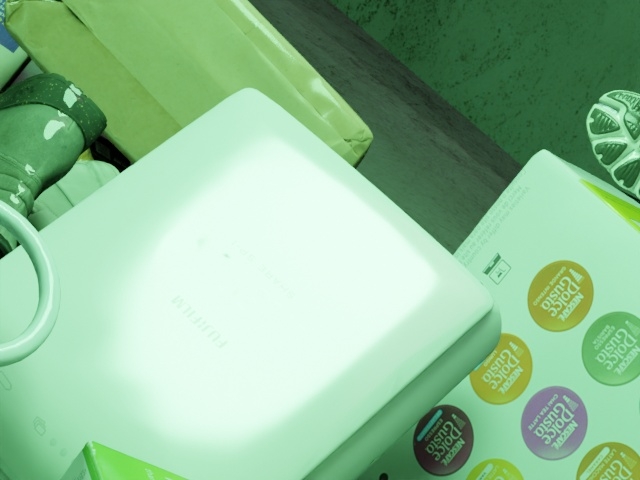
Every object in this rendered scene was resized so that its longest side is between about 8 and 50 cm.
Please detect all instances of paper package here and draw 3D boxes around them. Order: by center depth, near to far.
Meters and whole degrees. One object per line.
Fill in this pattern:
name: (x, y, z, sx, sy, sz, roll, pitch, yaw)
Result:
paper package: (-0.111, -0.131, 1.476, 0.309, 0.168, 0.325, 46, -1, -2)

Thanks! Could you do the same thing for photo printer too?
photo printer: (-0.073, 0.068, 1.030, 0.256, 0.107, 0.307, 42, 60, 16)

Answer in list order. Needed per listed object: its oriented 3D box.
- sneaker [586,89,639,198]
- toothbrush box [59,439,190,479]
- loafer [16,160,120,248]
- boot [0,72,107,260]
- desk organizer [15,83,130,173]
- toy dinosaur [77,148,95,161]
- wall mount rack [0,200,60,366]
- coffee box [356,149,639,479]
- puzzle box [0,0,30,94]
sneaker: (0.267, -0.046, 1.248, 0.170, 0.068, 0.071, 41, -4, -10)
toothbrush box: (-0.018, 0.251, 0.844, 0.283, 0.122, 0.206, 29, 16, -31)
loafer: (-0.163, 0.063, 1.174, 0.111, 0.112, 0.319, -12, 42, -19)
boot: (-0.268, -0.027, 1.151, 0.083, 0.246, 0.161, 46, 54, -24)
desk organizer: (-0.244, -0.086, 1.513, 0.130, 0.050, 0.047, 32, 21, -28)
toy dinosaur: (-0.196, -0.023, 1.373, 0.064, 0.112, 0.211, 16, -39, 30)
wall mount rack: (-0.313, -0.048, 0.908, 0.350, 0.130, 0.304, 31, 44, -22)
coffee box: (0.246, 0.192, 1.204, 0.338, 0.338, 0.334, 20, 21, -51)
puzzle box: (-0.447, -0.277, 1.515, 0.409, 0.052, 0.272, 35, 29, -9)
